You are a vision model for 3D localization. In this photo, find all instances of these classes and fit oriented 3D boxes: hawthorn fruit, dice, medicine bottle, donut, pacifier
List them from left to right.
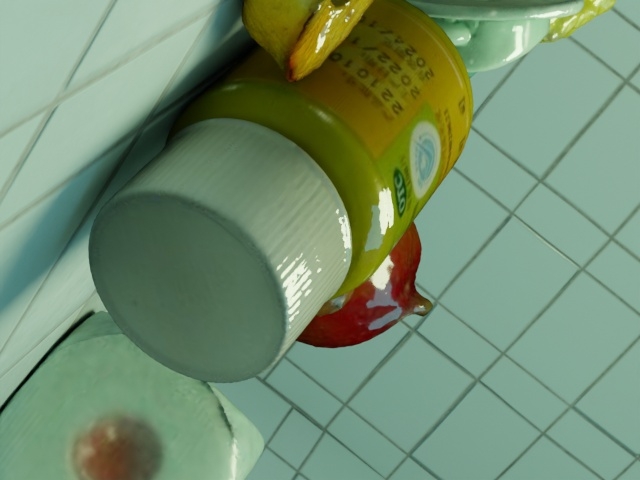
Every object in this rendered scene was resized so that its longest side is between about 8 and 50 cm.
[{"bbox_3d":[-0.243,0.263,1.563,0.268,0.264,0.262,-53,179,-15],"label":"dice"},{"bbox_3d":[-0.025,-0.058,1.180,0.224,0.224,0.384,-53,178,41],"label":"medicine bottle"},{"bbox_3d":[-0.017,-0.003,1.722,0.295,0.311,0.295,-21,148,-14],"label":"hawthorn fruit"},{"bbox_3d":[0.002,-0.218,1.041,0.174,0.074,0.190,-50,175,-6],"label":"donut"},{"bbox_3d":[0.158,-0.324,1.389,0.343,0.288,0.269,-44,138,-65],"label":"pacifier"}]

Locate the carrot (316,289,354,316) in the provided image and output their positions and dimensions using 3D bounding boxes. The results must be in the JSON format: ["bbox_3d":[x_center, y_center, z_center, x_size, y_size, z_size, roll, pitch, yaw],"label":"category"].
[{"bbox_3d":[-0.037,-0.021,1.434,0.159,0.225,0.159,-30,176,-2],"label":"carrot"}]

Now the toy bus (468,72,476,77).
[{"bbox_3d":[0.098,-0.198,1.597,0.261,0.109,0.091,-42,161,13],"label":"toy bus"}]

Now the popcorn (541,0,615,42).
[{"bbox_3d":[0.271,-0.361,1.659,0.286,0.173,0.225,-5,113,-33],"label":"popcorn"}]
